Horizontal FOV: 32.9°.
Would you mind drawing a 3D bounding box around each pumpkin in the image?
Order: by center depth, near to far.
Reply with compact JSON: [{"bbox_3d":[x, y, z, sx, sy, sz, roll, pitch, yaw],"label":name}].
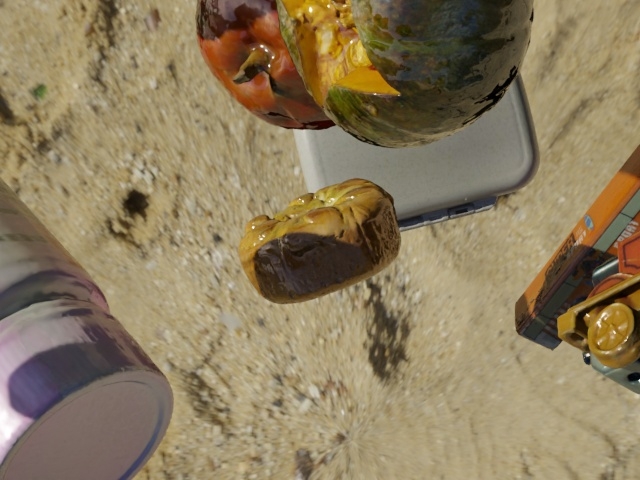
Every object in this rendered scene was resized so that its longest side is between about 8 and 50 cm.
[{"bbox_3d":[0.062,-0.186,0.822,0.159,0.238,0.238,-16,79,-20],"label":"pumpkin"}]

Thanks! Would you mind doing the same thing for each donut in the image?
[{"bbox_3d":[-0.001,0.001,1.440,0.227,0.226,0.113,-21,100,-2],"label":"donut"}]

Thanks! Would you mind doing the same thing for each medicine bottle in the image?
[{"bbox_3d":[-0.328,0.078,1.048,0.219,0.219,0.388,-46,58,-6],"label":"medicine bottle"},{"bbox_3d":[0.150,-0.164,1.733,0.375,0.123,0.282,-14,91,-2],"label":"medicine bottle"}]

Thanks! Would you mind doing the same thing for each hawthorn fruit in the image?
[{"bbox_3d":[-0.005,-0.249,1.142,0.275,0.275,0.299,32,54,7],"label":"hawthorn fruit"}]

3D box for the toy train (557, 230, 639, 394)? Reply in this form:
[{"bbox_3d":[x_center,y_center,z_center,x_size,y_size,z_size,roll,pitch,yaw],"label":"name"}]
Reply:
[{"bbox_3d":[0.460,0.043,1.281,0.163,0.369,0.231,30,48,-25],"label":"toy train"}]

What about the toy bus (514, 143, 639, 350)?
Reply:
[{"bbox_3d":[0.441,0.013,1.701,0.092,0.409,0.093,22,38,-9],"label":"toy bus"}]
